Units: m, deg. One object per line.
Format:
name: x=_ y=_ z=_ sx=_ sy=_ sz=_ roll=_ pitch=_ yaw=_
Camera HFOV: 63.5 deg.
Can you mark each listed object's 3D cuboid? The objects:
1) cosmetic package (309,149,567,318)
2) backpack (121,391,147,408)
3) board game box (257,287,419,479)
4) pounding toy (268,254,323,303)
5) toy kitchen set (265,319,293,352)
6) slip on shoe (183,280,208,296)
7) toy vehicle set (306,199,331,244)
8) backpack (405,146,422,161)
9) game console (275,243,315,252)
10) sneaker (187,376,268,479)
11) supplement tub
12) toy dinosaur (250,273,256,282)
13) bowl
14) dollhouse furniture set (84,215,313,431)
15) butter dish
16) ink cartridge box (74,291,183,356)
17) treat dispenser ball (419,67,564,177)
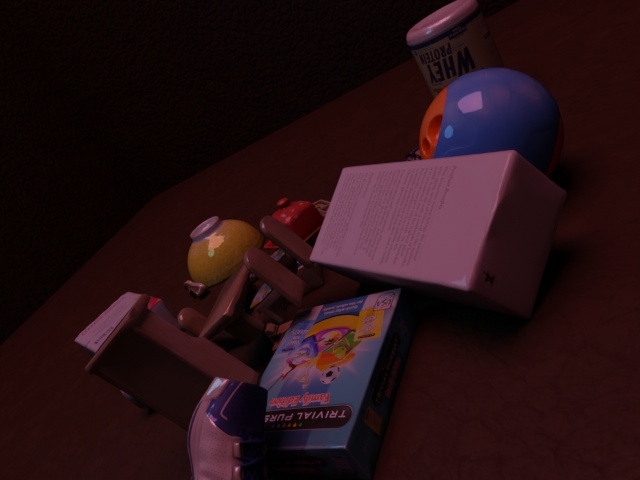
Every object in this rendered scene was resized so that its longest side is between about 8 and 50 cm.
cosmetic package: x=0.189 y=-0.018 z=0.977 sx=0.453 sy=0.161 sz=0.230 roll=8 pitch=75 yaw=58
backpack: x=-0.418 y=0.320 z=1.277 sx=0.115 sy=0.152 sz=0.182 roll=-48 pitch=24 yaw=8
board game box: x=0.012 y=0.240 z=0.904 sx=0.253 sy=0.079 sz=0.336 roll=-18 pitch=27 yaw=34
pounding toy: x=-0.076 y=0.074 z=1.338 sx=0.130 sy=0.100 sz=0.141 roll=-30 pitch=22 yaw=9
toy kitchen set: x=-0.069 y=0.197 z=1.117 sx=0.075 sy=0.068 sz=0.083 roll=-25 pitch=24 yaw=20
slip on shoe: x=-0.416 y=0.164 z=1.698 sx=0.135 sy=0.051 sz=0.041 roll=2 pitch=52 yaw=46
toy vehicle set: x=-0.012 y=-0.062 z=1.568 sx=0.166 sy=0.035 sz=0.267 roll=-26 pitch=20 yaw=-17
backpack: x=0.298 y=-0.198 z=1.389 sx=0.105 sy=0.084 sz=0.114 roll=-37 pitch=63 yaw=-4
game console: x=-0.070 y=0.034 z=1.449 sx=0.122 sy=0.107 sz=0.071 roll=-76 pitch=8 yaw=-60
sneaker: x=-0.102 y=0.362 z=0.701 sx=0.182 sy=0.127 sz=0.316 roll=5 pitch=73 yaw=35
supplement tub: x=0.440 y=-0.561 z=1.635 sx=0.235 sy=0.325 sz=0.235 roll=-28 pitch=22 yaw=13
toy dinosaur: x=-0.201 y=0.105 z=1.533 sx=0.090 sy=0.047 sz=0.082 roll=-11 pitch=48 yaw=24
bowl: x=-0.355 y=0.011 z=1.779 sx=0.289 sy=0.156 sz=0.289 roll=-29 pitch=22 yaw=13
dollhouse furniture set: x=-0.242 y=0.152 z=1.063 sx=0.362 sy=0.256 sz=0.394 roll=-45 pitch=16 yaw=28
butter dish: x=-0.079 y=-0.059 z=1.397 sx=0.160 sy=0.118 sz=0.160 roll=-3 pitch=31 yaw=47
ink cartridge box: x=-0.583 y=0.281 z=1.569 sx=0.226 sy=0.131 sz=0.306 roll=-46 pitch=24 yaw=-27
treat dispenser ball: x=0.352 y=-0.211 z=1.085 sx=0.288 sy=0.288 sz=0.288 roll=-28 pitch=23 yaw=13
